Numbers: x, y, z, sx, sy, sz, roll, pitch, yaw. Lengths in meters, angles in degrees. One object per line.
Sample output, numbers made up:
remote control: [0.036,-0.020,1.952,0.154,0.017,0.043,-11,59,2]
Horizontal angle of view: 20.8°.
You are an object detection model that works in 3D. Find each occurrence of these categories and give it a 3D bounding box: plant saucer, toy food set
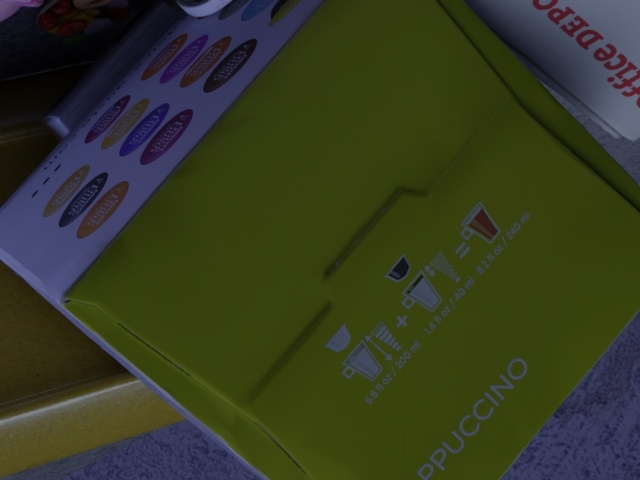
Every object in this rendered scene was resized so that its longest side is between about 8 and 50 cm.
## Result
plant saucer: [-0.235,0.019,1.479,0.333,0.332,0.081,-16,178,-26]
toy food set: [-0.191,-0.188,1.426,0.083,0.020,0.082,-25,167,13]

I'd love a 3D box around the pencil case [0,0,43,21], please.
pencil case: [-0.323,-0.154,1.128,0.284,0.124,0.124,-21,167,2]

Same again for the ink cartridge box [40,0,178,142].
ink cartridge box: [-0.127,-0.091,1.483,0.145,0.179,0.045,-51,-155,-20]

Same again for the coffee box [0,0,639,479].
coffee box: [0.000,0.000,1.322,0.337,0.338,0.334,-49,-160,-7]

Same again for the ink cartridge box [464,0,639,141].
ink cartridge box: [0.297,-0.280,1.271,0.395,0.166,0.285,-33,143,22]

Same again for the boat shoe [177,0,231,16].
boat shoe: [-0.059,-0.247,1.249,0.091,0.109,0.305,29,159,-19]
